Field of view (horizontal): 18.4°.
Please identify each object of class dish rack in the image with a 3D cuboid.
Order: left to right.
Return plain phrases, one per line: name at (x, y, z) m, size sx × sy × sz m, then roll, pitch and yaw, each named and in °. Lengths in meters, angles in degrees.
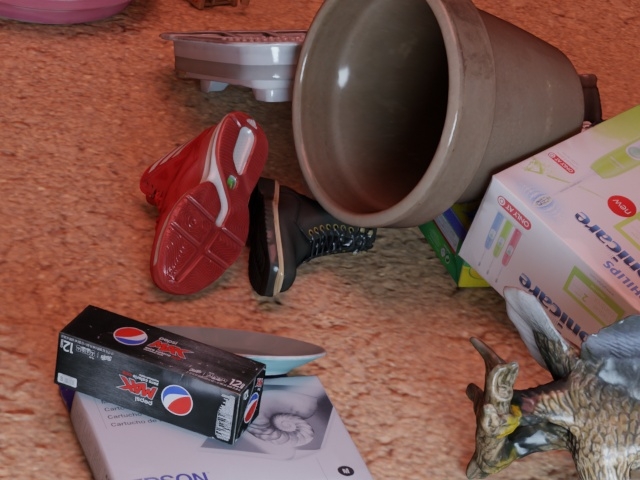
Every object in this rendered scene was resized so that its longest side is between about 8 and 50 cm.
dish rack at (-0.010, -0.199, 2.217) m, size 0.286 × 0.072 × 0.333 m, roll -2°, pitch 7°, yaw -21°

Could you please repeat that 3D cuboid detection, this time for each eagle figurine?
eagle figurine at (0.274, 0.164, 1.664) m, size 0.298 × 0.225 × 0.226 m, roll -1°, pitch 19°, yaw 0°

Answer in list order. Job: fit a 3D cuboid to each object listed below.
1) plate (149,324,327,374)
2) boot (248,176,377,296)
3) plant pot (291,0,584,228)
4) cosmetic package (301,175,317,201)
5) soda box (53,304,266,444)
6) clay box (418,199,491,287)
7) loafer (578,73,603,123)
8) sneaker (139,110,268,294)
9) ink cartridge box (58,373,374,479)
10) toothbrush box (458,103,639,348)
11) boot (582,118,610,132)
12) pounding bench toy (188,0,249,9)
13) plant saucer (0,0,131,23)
plate at (-0.088, 0.099, 1.753) m, size 0.188 × 0.024 × 0.188 m, roll 5°, pitch 3°, yaw 0°
boot at (0.000, 0.000, 1.970) m, size 0.137 × 0.077 × 0.198 m, roll 12°, pitch 29°, yaw -10°
plant pot at (0.136, -0.138, 1.980) m, size 0.229 × 0.263 × 0.263 m, roll 2°, pitch 29°, yaw -36°
cosmetic package at (0.106, -0.089, 2.134) m, size 0.239 × 0.099 × 0.060 m, roll 3°, pitch 30°, yaw -15°
soda box at (-0.134, 0.111, 1.643) m, size 0.169 × 0.053 × 0.060 m, roll 18°, pitch 29°, yaw 15°
clay box at (0.227, -0.005, 2.074) m, size 0.222 × 0.053 × 0.127 m, roll -2°, pitch 33°, yaw -21°
loafer at (0.259, -0.201, 2.379) m, size 0.096 × 0.084 × 0.267 m, roll -9°, pitch 28°, yaw -26°
sneaker at (-0.135, -0.022, 1.972) m, size 0.087 × 0.128 × 0.221 m, roll 44°, pitch 50°, yaw -21°
ink cartridge box at (-0.091, 0.163, 1.668) m, size 0.223 × 0.045 × 0.224 m, roll -2°, pitch 31°, yaw -22°
toothbrush box at (0.315, -0.007, 1.963) m, size 0.283 × 0.122 × 0.206 m, roll -25°, pitch 59°, yaw -35°
boot at (0.299, -0.100, 2.183) m, size 0.190 × 0.069 × 0.086 m, roll 5°, pitch 22°, yaw -32°
pounding bench toy at (-0.135, -0.324, 2.514) m, size 0.065 × 0.052 × 0.083 m, roll -12°, pitch 37°, yaw -36°
plant saucer at (-0.355, -0.358, 2.467) m, size 0.332 × 0.084 × 0.332 m, roll 9°, pitch 28°, yaw -5°
